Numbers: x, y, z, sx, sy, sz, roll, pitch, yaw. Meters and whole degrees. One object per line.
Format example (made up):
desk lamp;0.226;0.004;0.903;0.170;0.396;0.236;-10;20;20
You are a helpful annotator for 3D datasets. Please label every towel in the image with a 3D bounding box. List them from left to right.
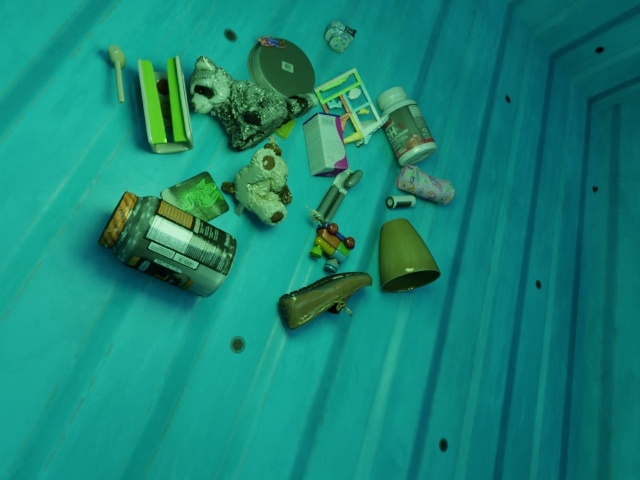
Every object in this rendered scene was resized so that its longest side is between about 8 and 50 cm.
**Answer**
towel;-0.199;-0.483;1.693;0.237;0.021;0.102;36;67;-23

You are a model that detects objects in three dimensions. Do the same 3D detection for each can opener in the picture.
can opener;0.067;-0.183;1.770;0.074;0.093;0.280;42;62;-20

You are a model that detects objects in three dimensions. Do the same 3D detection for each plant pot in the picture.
plant pot;0.327;0.049;1.822;0.237;0.237;0.255;4;61;-34

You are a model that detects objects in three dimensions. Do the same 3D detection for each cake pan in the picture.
cake pan;-0.139;-0.654;1.767;0.293;0.054;0.294;10;72;-33

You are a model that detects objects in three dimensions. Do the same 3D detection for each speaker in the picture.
speaker;0.349;-0.168;1.981;0.136;0.055;0.055;-6;81;-36

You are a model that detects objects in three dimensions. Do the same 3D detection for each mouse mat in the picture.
mouse mat;-0.401;-0.126;1.472;0.189;0.007;0.153;-36;99;-37

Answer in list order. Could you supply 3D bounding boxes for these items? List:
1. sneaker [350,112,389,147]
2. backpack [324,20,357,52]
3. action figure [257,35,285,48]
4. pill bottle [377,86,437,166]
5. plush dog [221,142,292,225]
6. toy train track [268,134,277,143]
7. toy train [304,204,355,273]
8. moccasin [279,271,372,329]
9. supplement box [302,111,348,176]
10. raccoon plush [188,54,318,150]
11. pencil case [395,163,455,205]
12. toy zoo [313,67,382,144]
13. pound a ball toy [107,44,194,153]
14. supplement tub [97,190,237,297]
sneaker;0.204;-0.483;1.920;0.190;0.071;0.083;-41;90;-5
backpack;0.077;-0.869;1.944;0.114;0.105;0.084;24;64;-22
action figure;-0.186;-0.743;1.707;0.115;0.030;0.038;-7;87;-34
pill bottle;0.368;-0.501;1.995;0.176;0.176;0.319;-15;78;-37
plush dog;-0.191;-0.207;1.561;0.225;0.210;0.263;-42;131;-49
toy train track;-0.192;-0.384;1.682;0.083;0.014;0.048;33;61;-24
toy train;0.000;0.000;1.663;0.248;0.105;0.144;39;64;-21
moccasin;0.036;0.207;1.611;0.379;0.139;0.147;-20;96;-39
supplement box;0.019;-0.366;1.765;0.111;0.113;0.220;-1;77;-36
raccoon plush;-0.251;-0.505;1.590;0.299;0.216;0.446;53;41;-1
pencil case;0.473;-0.248;2.047;0.283;0.124;0.124;16;69;-32
toy zoo;0.123;-0.526;1.865;0.192;0.030;0.294;-27;94;0
pound a ball toy;-0.520;-0.434;1.414;0.208;0.136;0.320;-10;83;-11
supplement tub;-0.427;0.010;1.293;0.337;0.207;0.207;29;63;-25
